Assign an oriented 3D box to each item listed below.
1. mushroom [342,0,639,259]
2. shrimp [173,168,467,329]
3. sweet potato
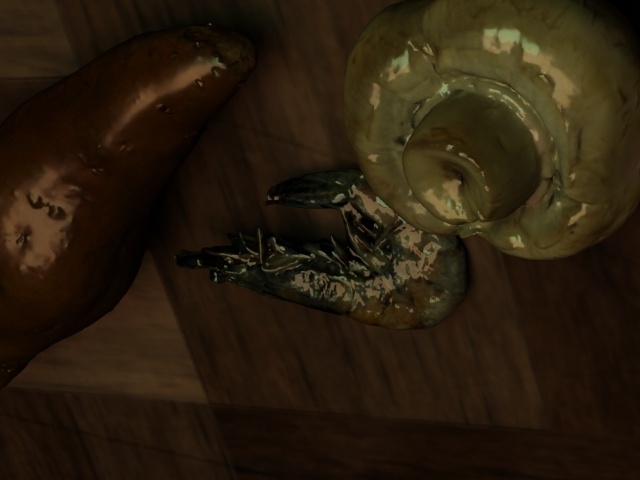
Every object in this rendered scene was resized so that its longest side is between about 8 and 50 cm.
[{"bbox_3d":[0.080,-0.055,0.840,0.148,0.112,0.148,24,141,22],"label":"mushroom"},{"bbox_3d":[0.000,0.000,0.995,0.161,0.034,0.091,6,115,21],"label":"shrimp"},{"bbox_3d":[-0.146,-0.008,1.025,0.112,0.112,0.359,37,138,2],"label":"sweet potato"}]
